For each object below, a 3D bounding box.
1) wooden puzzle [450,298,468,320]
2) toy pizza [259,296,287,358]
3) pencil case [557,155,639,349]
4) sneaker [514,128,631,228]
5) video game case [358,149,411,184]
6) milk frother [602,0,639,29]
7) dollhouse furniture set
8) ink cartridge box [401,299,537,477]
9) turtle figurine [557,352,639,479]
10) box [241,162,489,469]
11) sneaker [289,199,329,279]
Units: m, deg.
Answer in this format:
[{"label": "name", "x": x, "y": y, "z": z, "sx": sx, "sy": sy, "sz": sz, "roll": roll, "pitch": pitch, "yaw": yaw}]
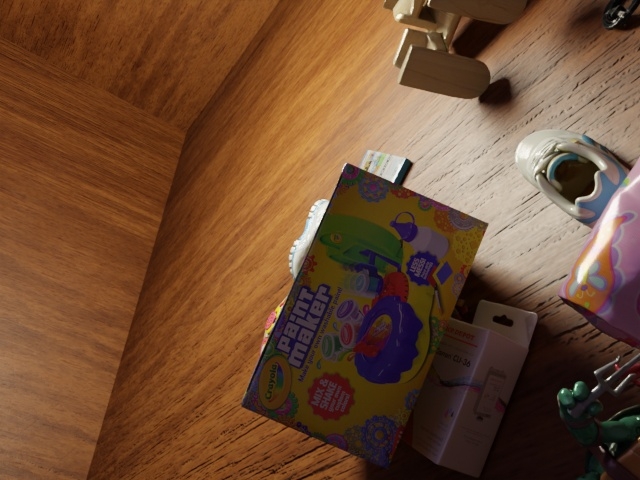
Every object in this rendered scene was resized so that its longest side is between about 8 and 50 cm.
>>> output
[{"label": "wooden puzzle", "x": 0.169, "y": 0.110, "z": 0.858, "sx": 0.083, "sy": 0.006, "sz": 0.049, "roll": -56, "pitch": 26, "yaw": 17}, {"label": "toy pizza", "x": -0.073, "y": 0.183, "z": 1.238, "sx": 0.201, "sy": 0.032, "sz": 0.201, "roll": -45, "pitch": 31, "yaw": 36}, {"label": "pencil case", "x": 0.330, "y": -0.036, "z": 0.552, "sx": 0.284, "sy": 0.124, "sz": 0.124, "roll": -61, "pitch": 24, "yaw": 5}, {"label": "sneaker", "x": 0.284, "y": -0.083, "z": 0.715, "sx": 0.087, "sy": 0.092, "sz": 0.228, "roll": -59, "pitch": 24, "yaw": 16}, {"label": "video game case", "x": 0.103, "y": -0.111, "z": 1.196, "sx": 0.119, "sy": 0.015, "sz": 0.166, "roll": -63, "pitch": 24, "yaw": 3}, {"label": "milk frother", "x": 0.362, "y": -0.360, "z": 0.776, "sx": 0.143, "sy": 0.135, "sz": 0.129, "roll": -58, "pitch": -6, "yaw": 6}, {"label": "dollhouse furniture set", "x": 0.288, "y": -0.483, "z": 1.034, "sx": 0.362, "sy": 0.257, "sz": 0.394, "roll": -91, "pitch": 15, "yaw": -47}, {"label": "ink cartridge box", "x": 0.167, "y": 0.158, "z": 0.741, "sx": 0.115, "sy": 0.067, "sz": 0.198, "roll": 10, "pitch": 75, "yaw": 66}, {"label": "turtle figurine", "x": 0.252, "y": 0.193, "z": 0.492, "sx": 0.175, "sy": 0.118, "sz": 0.234, "roll": 37, "pitch": 105, "yaw": 24}, {"label": "box", "x": 0.045, "y": 0.089, "z": 0.803, "sx": 0.279, "sy": 0.177, "sz": 0.289, "roll": 97, "pitch": -164, "yaw": -85}, {"label": "sneaker", "x": 0.000, "y": 0.000, "z": 1.232, "sx": 0.083, "sy": 0.071, "sz": 0.190, "roll": -6, "pitch": 61, "yaw": 56}]
